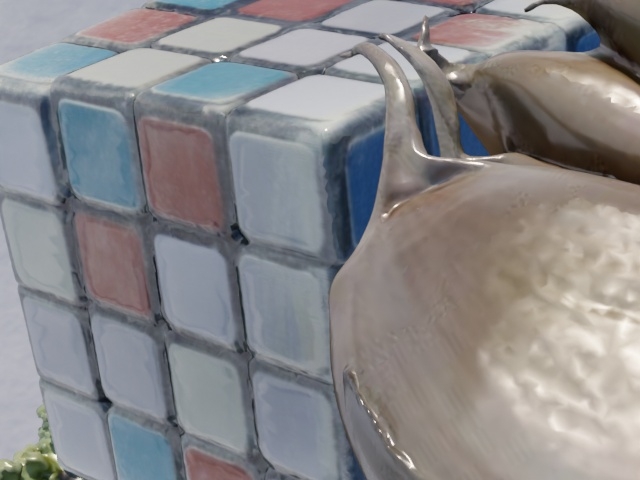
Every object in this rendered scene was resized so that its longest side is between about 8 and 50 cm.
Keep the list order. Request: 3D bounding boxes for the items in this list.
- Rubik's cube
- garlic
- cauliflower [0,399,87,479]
[{"bbox_3d":[0.001,0.000,0.846,0.256,0.253,0.259,-29,121,-41],"label":"Rubik's cube"},{"bbox_3d":[0.126,0.018,0.548,0.210,0.292,0.237,-1,102,-60],"label":"garlic"},{"bbox_3d":[-0.172,0.235,1.409,0.327,0.260,0.281,1,121,-39],"label":"cauliflower"}]
